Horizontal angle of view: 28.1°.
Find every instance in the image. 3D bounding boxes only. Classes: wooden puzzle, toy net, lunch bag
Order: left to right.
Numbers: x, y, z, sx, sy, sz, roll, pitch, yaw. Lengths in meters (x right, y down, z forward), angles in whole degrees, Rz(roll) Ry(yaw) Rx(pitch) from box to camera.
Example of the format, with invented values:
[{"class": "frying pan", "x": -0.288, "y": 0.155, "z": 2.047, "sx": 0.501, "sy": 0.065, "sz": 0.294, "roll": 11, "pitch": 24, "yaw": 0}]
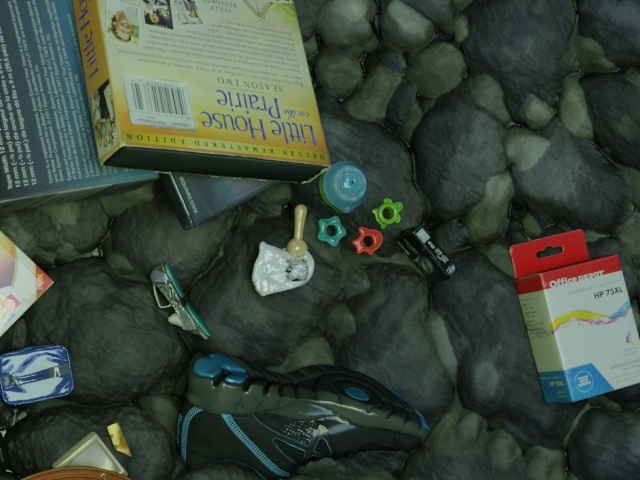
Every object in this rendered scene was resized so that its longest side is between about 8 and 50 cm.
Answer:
[{"class": "lunch bag", "x": -0.352, "y": 0.163, "z": 1.552, "sx": 0.098, "sy": 0.065, "sz": 0.067, "roll": -10, "pitch": 87, "yaw": -21}, {"class": "wooden puzzle", "x": -0.285, "y": 0.285, "z": 1.589, "sx": 0.116, "sy": 0.014, "sz": 0.078, "roll": -32, "pitch": 90, "yaw": -21}, {"class": "toy net", "x": 0.000, "y": 0.000, "z": 1.714, "sx": 0.232, "sy": 0.045, "sz": 0.122, "roll": -46, "pitch": 101, "yaw": -17}]

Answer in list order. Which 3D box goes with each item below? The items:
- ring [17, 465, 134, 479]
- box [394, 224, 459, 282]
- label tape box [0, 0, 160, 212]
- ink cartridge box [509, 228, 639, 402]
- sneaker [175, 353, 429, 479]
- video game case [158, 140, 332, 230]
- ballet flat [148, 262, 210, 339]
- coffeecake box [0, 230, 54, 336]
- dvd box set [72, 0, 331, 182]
[{"class": "ring", "x": -0.298, "y": 0.436, "z": 1.513, "sx": 0.337, "sy": 0.032, "sz": 0.336, "roll": -1, "pitch": 91, "yaw": -31}, {"class": "box", "x": 0.145, "y": 0.019, "z": 1.748, "sx": 0.018, "sy": 0.067, "sz": 0.083, "roll": -44, "pitch": 99, "yaw": -20}, {"class": "label tape box", "x": -0.366, "y": -0.165, "z": 1.515, "sx": 0.348, "sy": 0.115, "sz": 0.249, "roll": -12, "pitch": 88, "yaw": -37}, {"class": "ink cartridge box", "x": 0.364, "y": 0.102, "z": 1.811, "sx": 0.134, "sy": 0.078, "sz": 0.231, "roll": -13, "pitch": 87, "yaw": -21}, {"class": "sneaker", "x": -0.025, "y": 0.238, "z": 1.652, "sx": 0.341, "sy": 0.125, "sz": 0.139, "roll": 12, "pitch": 106, "yaw": -20}, {"class": "video game case", "x": -0.113, "y": -0.150, "z": 1.637, "sx": 0.274, "sy": 0.026, "sz": 0.196, "roll": -29, "pitch": 99, "yaw": -43}, {"class": "ballet flat", "x": -0.184, "y": 0.084, "z": 1.642, "sx": 0.041, "sy": 0.041, "sz": 0.114, "roll": -33, "pitch": 94, "yaw": -20}, {"class": "coffeecake box", "x": -0.440, "y": 0.039, "z": 1.535, "sx": 0.185, "sy": 0.068, "sz": 0.142, "roll": 45, "pitch": 70, "yaw": -10}, {"class": "dvd box set", "x": -0.159, "y": -0.280, "z": 1.581, "sx": 0.308, "sy": 0.062, "sz": 0.420, "roll": 2, "pitch": 67, "yaw": -39}]
